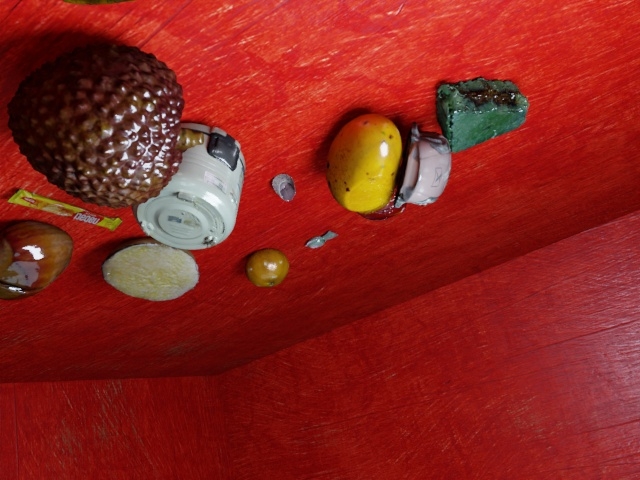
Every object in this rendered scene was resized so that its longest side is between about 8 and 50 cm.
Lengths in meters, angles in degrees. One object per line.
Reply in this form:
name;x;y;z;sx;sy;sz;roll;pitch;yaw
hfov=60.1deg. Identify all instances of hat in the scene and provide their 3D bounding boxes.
hat;-0.095;-0.149;1.496;0.058;0.042;0.087;-22;125;9

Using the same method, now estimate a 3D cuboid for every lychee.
lychee;-0.346;-0.181;0.911;0.305;0.275;0.275;8;156;-3

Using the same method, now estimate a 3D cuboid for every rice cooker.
rice cooker;-0.271;-0.120;1.163;0.226;0.244;0.226;4;138;3

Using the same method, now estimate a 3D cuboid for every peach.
peach;0.188;-0.111;1.705;0.172;0.092;0.127;-18;162;2

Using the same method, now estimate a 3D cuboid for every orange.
orange;-0.186;0.098;1.934;0.156;0.124;0.156;-12;162;-4

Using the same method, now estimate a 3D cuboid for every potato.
potato;-0.496;0.060;1.638;0.239;0.116;0.299;-32;143;21

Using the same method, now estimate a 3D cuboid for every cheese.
cheese;0.000;0.000;1.948;0.121;0.026;0.067;-25;158;24

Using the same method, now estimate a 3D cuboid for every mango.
mango;0.105;-0.192;1.294;0.160;0.190;0.290;-1;160;-14

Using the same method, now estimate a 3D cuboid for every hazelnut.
hazelnut;-0.715;0.049;1.365;0.181;0.181;0.212;27;126;-34

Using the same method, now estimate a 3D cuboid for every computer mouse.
computer mouse;0.249;-0.177;1.333;0.115;0.199;0.389;15;-162;4

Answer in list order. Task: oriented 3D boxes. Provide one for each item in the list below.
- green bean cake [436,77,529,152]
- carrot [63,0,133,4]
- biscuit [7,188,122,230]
green bean cake;0.379;-0.315;1.299;0.208;0.107;0.193;-18;156;5
carrot;-0.223;-0.378;0.789;0.314;0.066;0.066;-10;159;-4
biscuit;-0.607;-0.073;1.341;0.048;0.026;0.292;-43;152;14
